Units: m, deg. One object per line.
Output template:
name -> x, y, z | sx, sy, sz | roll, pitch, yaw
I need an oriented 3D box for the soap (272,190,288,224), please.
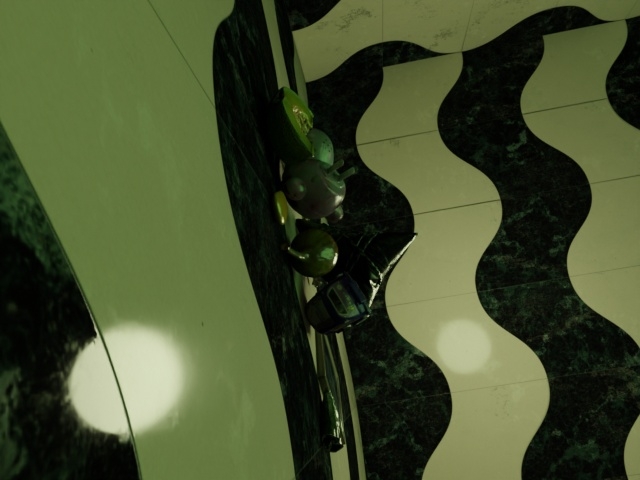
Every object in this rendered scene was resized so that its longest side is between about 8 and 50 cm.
soap -> -0.110, -0.096, 1.393 | 0.168, 0.033, 0.089 | -89, 171, -74

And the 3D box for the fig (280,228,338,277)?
fig -> -0.030, 0.034, 1.471 | 0.259, 0.151, 0.151 | 21, 59, -81

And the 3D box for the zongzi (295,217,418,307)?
zongzi -> 0.149, 0.039, 1.820 | 0.383, 0.362, 0.319 | 45, -2, 38

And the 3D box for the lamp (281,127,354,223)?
lamp -> -0.008, -0.218, 1.617 | 0.247, 0.247, 0.301 | 33, 40, -42

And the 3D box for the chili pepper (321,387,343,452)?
chili pepper -> 0.029, 0.551, 1.606 | 0.227, 0.059, 0.088 | -97, 171, -59

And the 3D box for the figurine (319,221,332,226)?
figurine -> 0.000, 0.000, 2.319 | 0.102, 0.111, 0.195 | 51, 28, -45

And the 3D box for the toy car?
toy car -> 0.033, 0.225, 1.662 | 0.172, 0.158, 0.235 | 59, -42, 12

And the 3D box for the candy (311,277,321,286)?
candy -> -0.030, 0.095, 1.956 | 0.053, 0.046, 0.182 | 106, -26, -62

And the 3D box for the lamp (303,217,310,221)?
lamp -> -0.057, -0.090, 2.133 | 0.083, 0.031, 0.063 | -102, 180, -56

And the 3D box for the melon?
melon -> -0.109, -0.341, 1.496 | 0.169, 0.129, 0.265 | 50, 24, -33

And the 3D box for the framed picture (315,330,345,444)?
framed picture -> 0.035, 0.521, 1.943 | 0.326, 0.028, 0.446 | -95, 174, -51
